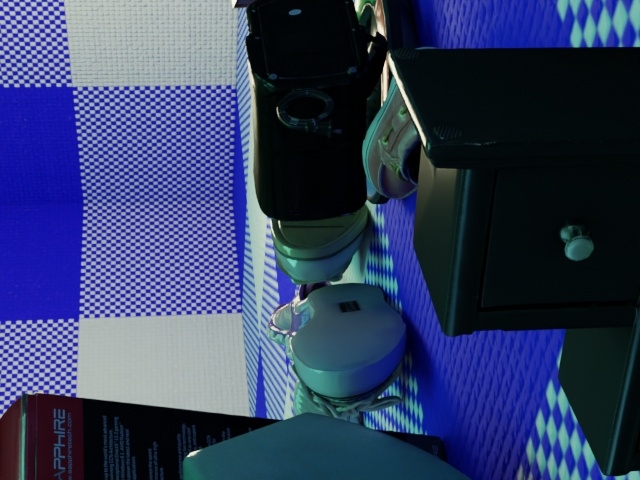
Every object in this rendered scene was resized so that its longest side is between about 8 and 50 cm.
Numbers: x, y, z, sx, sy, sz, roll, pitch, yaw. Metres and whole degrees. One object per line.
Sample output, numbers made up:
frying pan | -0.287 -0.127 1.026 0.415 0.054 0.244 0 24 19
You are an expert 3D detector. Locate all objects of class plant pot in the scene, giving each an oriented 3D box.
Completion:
plant pot | 0.012 0.222 0.767 0.234 0.166 0.165 34 130 47

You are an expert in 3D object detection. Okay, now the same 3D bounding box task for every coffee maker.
coffee maker | -0.016 -0.099 1.061 0.178 0.120 0.171 88 -162 -49

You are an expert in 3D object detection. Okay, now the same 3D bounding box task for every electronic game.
electronic game | 0.054 -0.149 1.176 0.229 0.048 0.229 179 90 -83

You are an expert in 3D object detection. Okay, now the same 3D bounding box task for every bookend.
bookend | 0.100 0.017 0.421 0.072 0.157 0.156 -103 14 -58

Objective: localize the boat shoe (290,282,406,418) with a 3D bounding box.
boat shoe | 0.027 0.123 1.206 0.306 0.113 0.105 -118 21 -80

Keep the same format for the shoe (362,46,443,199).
shoe | 0.074 -0.068 0.976 0.178 0.063 0.081 105 165 -56

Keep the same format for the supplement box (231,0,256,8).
supplement box | -0.075 -0.294 1.336 0.083 0.043 0.055 156 107 -77

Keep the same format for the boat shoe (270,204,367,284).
boat shoe | 0.000 0.000 1.434 0.302 0.113 0.103 -80 -10 -72

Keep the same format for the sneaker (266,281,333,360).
sneaker | -0.010 0.098 1.606 0.236 0.095 0.104 -160 76 -77

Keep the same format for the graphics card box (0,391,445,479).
graphics card box | -0.061 0.252 0.923 0.094 0.371 0.233 -41 48 48

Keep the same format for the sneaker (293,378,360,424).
sneaker | 0.020 0.269 1.464 0.086 0.085 0.237 44 -146 -62
